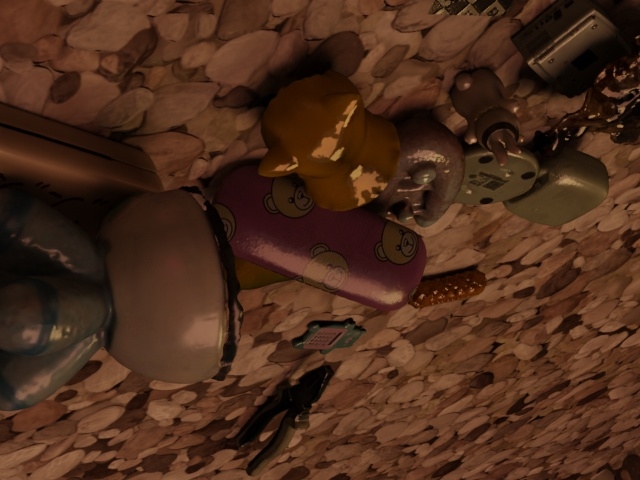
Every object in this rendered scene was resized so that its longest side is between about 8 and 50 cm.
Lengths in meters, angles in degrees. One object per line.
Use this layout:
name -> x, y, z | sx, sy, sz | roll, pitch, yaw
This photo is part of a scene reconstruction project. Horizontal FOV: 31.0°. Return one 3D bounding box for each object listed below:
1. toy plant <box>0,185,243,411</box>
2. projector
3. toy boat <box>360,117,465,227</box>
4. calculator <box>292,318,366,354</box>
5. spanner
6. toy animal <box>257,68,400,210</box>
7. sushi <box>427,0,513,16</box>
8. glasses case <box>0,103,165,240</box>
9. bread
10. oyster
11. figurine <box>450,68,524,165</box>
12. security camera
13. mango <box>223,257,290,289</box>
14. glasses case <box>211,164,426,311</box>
toy plant -> -0.276, 0.063, 1.236 | 0.332, 0.247, 0.247 | -6, 146, -25
projector -> 0.337, -0.256, 1.525 | 0.115, 0.061, 0.147 | -37, 149, 22
toy boat -> 0.126, -0.074, 1.598 | 0.155, 0.085, 0.227 | -3, 147, -10
calculator -> 0.018, 0.167, 2.001 | 0.141, 0.019, 0.094 | 7, 135, -45
spanner -> -0.065, 0.322, 2.106 | 0.040, 0.095, 0.325 | -1, 143, -39
toy animal -> 0.017, -0.114, 1.418 | 0.156, 0.156, 0.230 | -34, 154, 14
sushi -> 0.190, -0.319, 1.340 | 0.120, 0.026, 0.126 | -5, 140, -30
glasses case -> -0.333, -0.066, 1.273 | 0.144, 0.076, 0.336 | -41, 148, 24
bread -> 0.219, 0.084, 2.001 | 0.157, 0.044, 0.052 | -11, 145, -27
oyster -> 0.433, -0.190, 1.608 | 0.221, 0.096, 0.361 | -34, 168, 32
figurine -> 0.240, -0.156, 1.519 | 0.098, 0.146, 0.081 | 0, 141, -41
security camera -> 0.300, -0.099, 1.739 | 0.301, 0.080, 0.157 | 13, 149, -34
mango -> -0.048, 0.008, 1.617 | 0.191, 0.085, 0.122 | -23, 152, -11
glasses case -> 0.000, 0.000, 1.534 | 0.316, 0.076, 0.123 | 21, 90, -23
